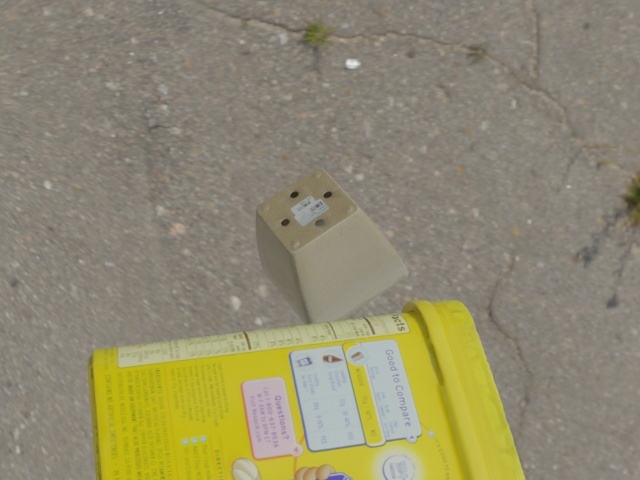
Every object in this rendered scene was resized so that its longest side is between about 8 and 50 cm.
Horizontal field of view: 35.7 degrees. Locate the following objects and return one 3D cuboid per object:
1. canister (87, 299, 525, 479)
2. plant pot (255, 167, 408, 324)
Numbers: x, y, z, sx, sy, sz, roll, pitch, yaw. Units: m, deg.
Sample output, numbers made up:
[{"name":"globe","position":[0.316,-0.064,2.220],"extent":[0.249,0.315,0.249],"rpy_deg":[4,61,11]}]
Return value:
[{"name":"canister","position":[-0.010,0.094,0.433],"extent":[0.169,0.126,0.073],"rpy_deg":[-6,145,-12]},{"name":"plant pot","position":[0.000,0.000,0.913],"extent":[0.109,0.109,0.096],"rpy_deg":[-33,138,-8]}]
